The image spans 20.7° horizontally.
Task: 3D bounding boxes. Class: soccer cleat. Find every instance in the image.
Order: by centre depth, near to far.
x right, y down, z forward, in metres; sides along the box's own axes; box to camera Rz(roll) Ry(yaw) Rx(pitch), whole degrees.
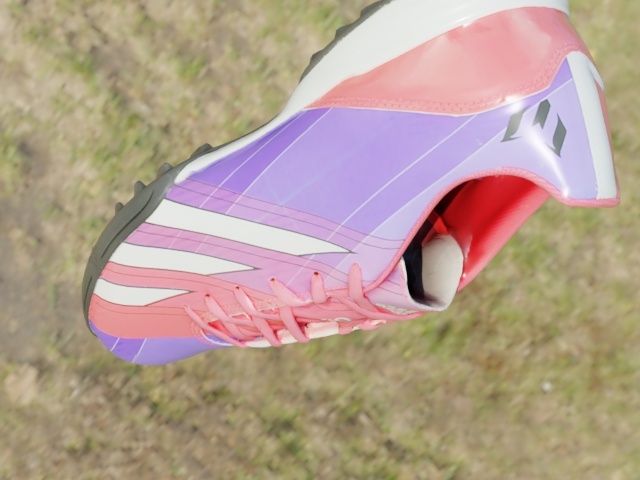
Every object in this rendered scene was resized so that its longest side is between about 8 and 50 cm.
[{"bbox_3d":[0.000,0.000,0.785,0.108,0.318,0.116,-1,63,-45],"label":"soccer cleat"}]
